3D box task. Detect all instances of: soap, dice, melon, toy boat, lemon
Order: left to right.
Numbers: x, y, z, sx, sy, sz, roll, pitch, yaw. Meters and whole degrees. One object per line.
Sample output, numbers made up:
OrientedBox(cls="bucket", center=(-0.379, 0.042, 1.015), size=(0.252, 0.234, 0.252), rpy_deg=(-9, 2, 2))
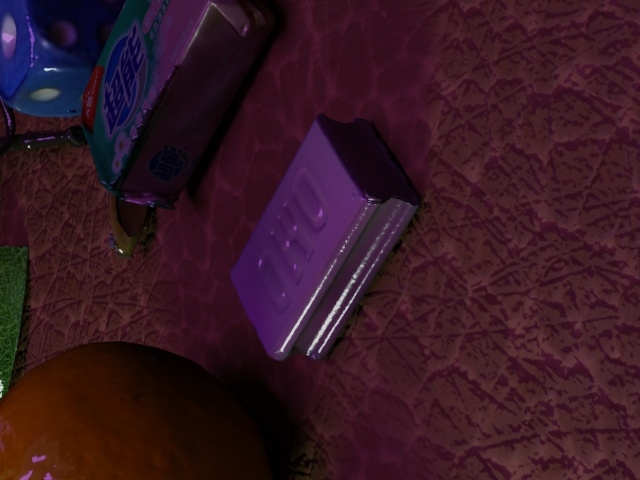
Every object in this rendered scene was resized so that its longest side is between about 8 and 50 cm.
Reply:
OrientedBox(cls="melon", center=(-0.439, 0.135, 1.900), size=(0.114, 0.053, 0.262), rpy_deg=(7, 93, 63))
OrientedBox(cls="dice", center=(-0.299, -0.231, 1.641), size=(0.143, 0.146, 0.146), rpy_deg=(-34, 61, 51))
OrientedBox(cls="lemon", center=(-0.188, 0.240, 1.333), size=(0.297, 0.297, 0.297), rpy_deg=(-6, 82, 55))
OrientedBox(cls="toy boat", center=(-0.218, -0.053, 1.599), size=(0.049, 0.047, 0.149), rpy_deg=(158, 114, -67))
OrientedBox(cls="soap", center=(-0.154, -0.192, 1.473), size=(0.273, 0.098, 0.218), rpy_deg=(-57, 38, 33))
OrientedBox(cls="soap", center=(0.000, 0.000, 1.264), size=(0.203, 0.065, 0.122), rpy_deg=(-60, 43, 33))

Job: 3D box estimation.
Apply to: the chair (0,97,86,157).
OrientedBox(cls="chair", center=(-0.604, -0.196, 1.748), size=(0.410, 0.362, 0.365), rpy_deg=(-13, 100, 46))
